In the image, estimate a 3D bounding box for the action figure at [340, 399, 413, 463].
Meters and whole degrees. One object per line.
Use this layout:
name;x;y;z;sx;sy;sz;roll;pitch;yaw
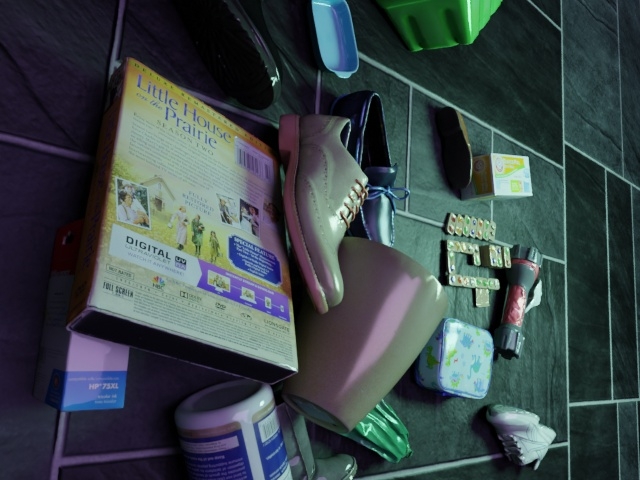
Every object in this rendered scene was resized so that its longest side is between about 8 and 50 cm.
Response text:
action figure;0.115;0.383;1.095;0.232;0.063;0.137;46;55;-24

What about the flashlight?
flashlight;0.536;0.165;1.477;0.103;0.103;0.304;24;68;-9

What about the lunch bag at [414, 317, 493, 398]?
lunch bag;0.316;0.281;1.269;0.219;0.090;0.176;22;69;-38

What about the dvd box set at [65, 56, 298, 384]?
dvd box set;-0.173;-0.033;0.764;0.307;0.062;0.421;28;41;-41

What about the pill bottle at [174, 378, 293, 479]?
pill bottle;-0.122;0.363;0.825;0.153;0.153;0.265;-15;95;-42

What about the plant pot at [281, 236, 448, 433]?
plant pot;0.053;0.180;0.937;0.256;0.256;0.274;47;58;-28

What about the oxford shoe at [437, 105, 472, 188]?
oxford shoe;0.361;-0.239;1.388;0.076;0.076;0.212;-10;92;-53

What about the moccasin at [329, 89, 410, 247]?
moccasin;0.097;-0.138;1.105;0.137;0.116;0.342;-20;98;-41

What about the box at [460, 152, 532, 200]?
box;0.474;-0.169;1.456;0.203;0.103;0.114;-5;88;-42

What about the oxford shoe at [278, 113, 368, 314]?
oxford shoe;0.013;-0.070;0.907;0.140;0.146;0.397;79;3;-61

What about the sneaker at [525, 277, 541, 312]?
sneaker;0.621;0.175;1.581;0.152;0.053;0.061;-42;115;-37

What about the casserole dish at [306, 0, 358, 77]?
casserole dish;0.022;-0.430;1.128;0.114;0.037;0.188;-13;93;-42

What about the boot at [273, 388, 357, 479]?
boot;-0.030;0.364;0.972;0.189;0.076;0.209;-20;91;-44

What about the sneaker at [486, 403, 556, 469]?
sneaker;0.531;0.524;1.427;0.297;0.111;0.129;37;68;-32

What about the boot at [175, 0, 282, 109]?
boot;-0.109;-0.433;0.947;0.260;0.131;0.348;-42;112;-37

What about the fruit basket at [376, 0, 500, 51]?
fruit basket;0.306;-0.683;1.243;0.392;0.282;0.392;-12;105;-51

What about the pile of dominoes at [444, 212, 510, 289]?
pile of dominoes;0.417;0.027;1.416;0.251;0.040;0.196;8;76;-41

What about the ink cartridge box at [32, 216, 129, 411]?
ink cartridge box;-0.306;0.095;0.704;0.078;0.134;0.231;11;78;-40

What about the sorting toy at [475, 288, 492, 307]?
sorting toy;0.442;0.147;1.451;0.083;0.012;0.062;0;83;-40
